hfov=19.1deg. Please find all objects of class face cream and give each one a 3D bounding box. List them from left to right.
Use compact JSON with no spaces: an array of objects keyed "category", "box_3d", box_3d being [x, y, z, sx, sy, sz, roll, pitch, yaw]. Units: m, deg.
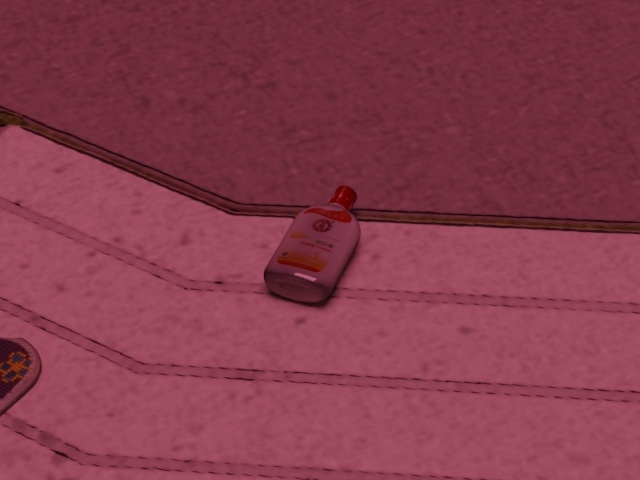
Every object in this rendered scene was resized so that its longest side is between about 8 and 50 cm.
[{"category":"face cream","box_3d":[0.000,0.000,1.049,0.040,0.021,0.083,13,44,16]}]

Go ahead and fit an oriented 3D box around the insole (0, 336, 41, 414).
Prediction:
[{"category":"insole","box_3d":[-0.213,0.110,0.955,0.065,0.004,0.197,24,49,28]}]
